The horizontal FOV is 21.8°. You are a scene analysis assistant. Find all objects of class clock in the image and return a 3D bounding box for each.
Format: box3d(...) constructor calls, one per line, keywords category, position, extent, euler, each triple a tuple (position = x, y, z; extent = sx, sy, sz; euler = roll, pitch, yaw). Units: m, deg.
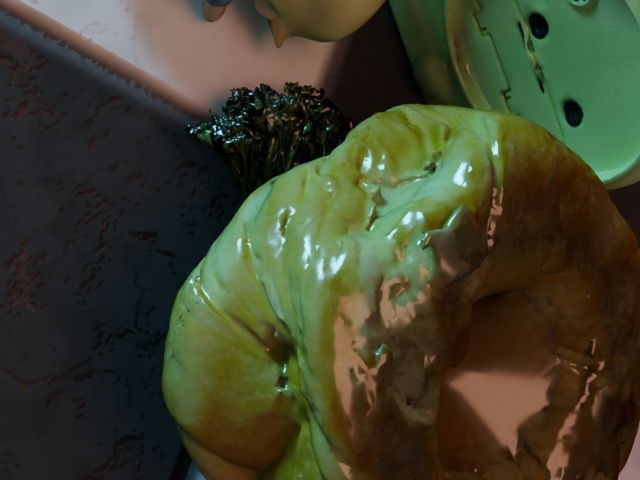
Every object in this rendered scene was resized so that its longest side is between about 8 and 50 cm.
box3d(category="clock", position=(0.185, -0.140, 1.117), extent=(0.096, 0.308, 0.235), euler=(-30, 106, -33))

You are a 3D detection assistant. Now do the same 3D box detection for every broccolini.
box3d(category="broccolini", position=(0.002, 0.008, 1.149), extent=(0.123, 0.062, 0.271), euler=(-34, 115, -26))

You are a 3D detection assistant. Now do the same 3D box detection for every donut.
box3d(category="donut", position=(0.067, 0.084, 1.077), extent=(0.360, 0.170, 0.360), euler=(-12, 107, -44))

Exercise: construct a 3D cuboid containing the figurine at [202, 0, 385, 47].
box3d(category="figurine", position=(-0.042, -0.192, 1.096), extent=(0.196, 0.108, 0.114), euler=(0, 79, -18))
